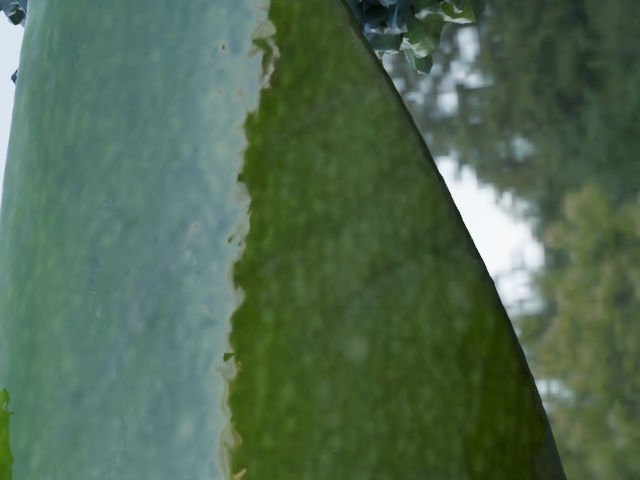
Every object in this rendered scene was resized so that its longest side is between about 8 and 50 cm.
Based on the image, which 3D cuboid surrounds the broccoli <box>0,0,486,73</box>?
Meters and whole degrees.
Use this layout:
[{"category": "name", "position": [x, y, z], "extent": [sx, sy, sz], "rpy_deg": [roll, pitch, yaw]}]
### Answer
[{"category": "broccoli", "position": [-0.008, -0.213, 0.645], "extent": [0.275, 0.353, 0.397], "rpy_deg": [42, 175, -12]}]

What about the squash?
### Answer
[{"category": "squash", "position": [0.010, 0.001, 0.449], "extent": [0.169, 0.093, 0.252], "rpy_deg": [9, -102, -22]}]
